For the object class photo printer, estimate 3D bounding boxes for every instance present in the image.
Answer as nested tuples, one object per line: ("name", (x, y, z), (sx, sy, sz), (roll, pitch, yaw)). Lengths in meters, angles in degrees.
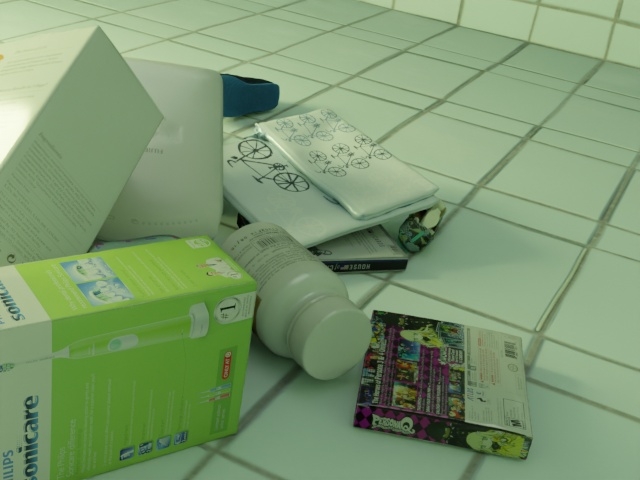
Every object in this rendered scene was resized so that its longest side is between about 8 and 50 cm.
("photo printer", (-0.277, -0.130, 1.443), (0.256, 0.107, 0.307), (5, 67, -17))

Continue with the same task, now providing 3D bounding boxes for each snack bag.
("snack bag", (-0.022, -0.113, 1.572), (0.343, 0.037, 0.323), (-19, 45, -33))

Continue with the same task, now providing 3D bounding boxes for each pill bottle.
("pill bottle", (-0.038, 0.079, 1.220), (0.131, 0.131, 0.229), (-9, 31, -32))

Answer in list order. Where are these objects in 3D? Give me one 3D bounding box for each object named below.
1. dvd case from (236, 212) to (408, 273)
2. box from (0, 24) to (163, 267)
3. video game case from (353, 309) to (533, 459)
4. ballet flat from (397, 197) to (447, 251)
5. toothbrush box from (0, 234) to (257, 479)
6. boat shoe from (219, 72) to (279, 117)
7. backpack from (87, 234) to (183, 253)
("dvd case", (0.000, 0.000, 1.509), (0.239, 0.029, 0.179), (0, 27, -19))
("box", (-0.388, -0.089, 1.184), (0.215, 0.168, 0.345), (-1, 50, 31))
("video game case", (0.157, 0.176, 1.187), (0.210, 0.041, 0.232), (10, 26, 3))
("ballet flat", (0.186, -0.039, 1.600), (0.070, 0.070, 0.188), (14, 31, 10))
("toothbrush box", (-0.225, 0.126, 0.982), (0.283, 0.206, 0.122), (-11, 33, -34))
("boat shoe", (-0.198, -0.312, 2.025), (0.089, 0.109, 0.258), (19, 11, 35))
("backpack", (-0.205, 0.074, 1.172), (0.188, 0.144, 0.166), (-3, 23, -30))
